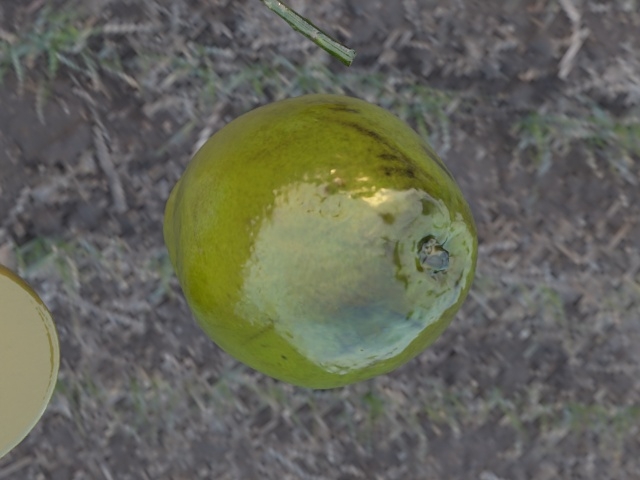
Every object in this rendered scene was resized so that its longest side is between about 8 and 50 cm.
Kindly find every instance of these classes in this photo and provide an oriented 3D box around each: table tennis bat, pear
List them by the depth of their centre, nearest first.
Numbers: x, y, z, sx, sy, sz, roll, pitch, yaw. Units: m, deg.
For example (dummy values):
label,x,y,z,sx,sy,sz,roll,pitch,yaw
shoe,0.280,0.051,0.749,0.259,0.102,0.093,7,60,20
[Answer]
label,x,y,z,sx,sy,sz,roll,pitch,yaw
pear,0.000,0.000,1.222,0.212,0.269,0.212,-6,99,-41
table tennis bat,-0.345,0.106,1.235,0.320,0.050,0.198,-8,120,-23

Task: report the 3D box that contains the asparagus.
label,x,y,z,sx,sy,sz,roll,pitch,yaw
asparagus,-0.022,-0.164,1.228,0.114,0.014,0.015,37,67,-1
